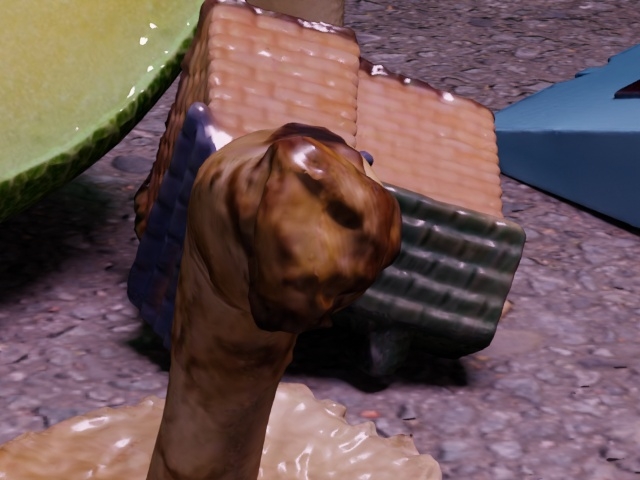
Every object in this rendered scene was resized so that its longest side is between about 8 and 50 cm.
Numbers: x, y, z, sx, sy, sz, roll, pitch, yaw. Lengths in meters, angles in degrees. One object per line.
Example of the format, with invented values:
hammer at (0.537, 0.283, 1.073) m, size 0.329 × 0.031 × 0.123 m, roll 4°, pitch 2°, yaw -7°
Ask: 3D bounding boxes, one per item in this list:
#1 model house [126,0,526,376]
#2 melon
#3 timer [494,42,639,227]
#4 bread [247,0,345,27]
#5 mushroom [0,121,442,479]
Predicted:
model house at (0.000, 0.000, 0.920) m, size 0.182 × 0.166 × 0.172 m, roll 13°, pitch 36°, yaw -12°
melon at (-0.266, -0.094, 1.026) m, size 0.331 × 0.226 × 0.343 m, roll -45°, pitch 14°, yaw -29°
timer at (0.261, -0.081, 1.179) m, size 0.231 × 0.091 × 0.250 m, roll -27°, pitch 20°, yaw -25°
bread at (-0.052, -0.219, 1.419) m, size 0.148 × 0.141 × 0.134 m, roll -1°, pitch 24°, yaw -9°
mushroom at (-0.011, 0.073, 0.584) m, size 0.208 × 0.302 × 0.233 m, roll 30°, pitch 30°, yaw -20°
